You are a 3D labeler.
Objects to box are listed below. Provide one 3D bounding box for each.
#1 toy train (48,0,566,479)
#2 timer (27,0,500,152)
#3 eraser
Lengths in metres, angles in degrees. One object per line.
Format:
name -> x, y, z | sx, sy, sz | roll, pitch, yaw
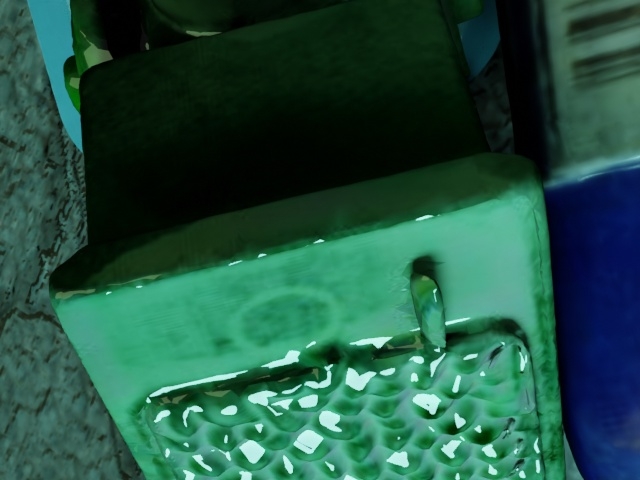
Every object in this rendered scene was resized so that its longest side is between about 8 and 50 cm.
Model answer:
toy train -> 0.000, 0.000, 0.530 | 0.145, 0.266, 0.202 | -13, 52, 3
timer -> -0.046, -0.166, 0.678 | 0.231, 0.091, 0.250 | -15, 82, 32
eraser -> 0.145, -0.086, 0.531 | 0.155, 0.101, 0.332 | -11, 81, 32
